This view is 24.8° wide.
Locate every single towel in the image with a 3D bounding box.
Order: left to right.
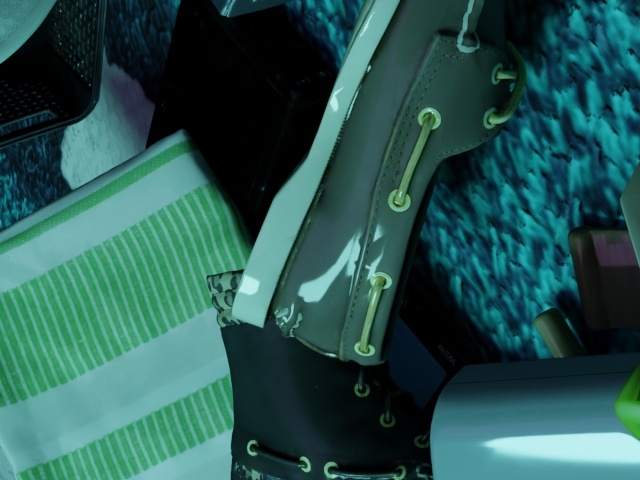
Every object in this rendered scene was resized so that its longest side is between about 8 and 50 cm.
[{"bbox_3d":[-0.124,0.113,1.019,0.248,0.038,0.324,-28,76,14],"label":"towel"}]

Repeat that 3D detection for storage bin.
[{"bbox_3d":[-0.246,-0.174,1.161,0.084,0.122,0.180,46,142,29],"label":"storage bin"}]

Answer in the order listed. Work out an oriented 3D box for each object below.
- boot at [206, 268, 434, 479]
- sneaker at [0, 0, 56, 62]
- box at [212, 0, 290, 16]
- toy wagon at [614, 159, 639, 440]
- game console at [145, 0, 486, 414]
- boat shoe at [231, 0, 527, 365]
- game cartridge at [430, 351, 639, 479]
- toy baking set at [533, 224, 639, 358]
[{"bbox_3d":[0.035,0.089,0.892,0.236,0.085,0.178,-10,88,27],"label":"boot"},{"bbox_3d":[-0.231,-0.245,1.042,0.147,0.105,0.295,-16,61,65],"label":"sneaker"},{"bbox_3d":[-0.046,-0.260,0.832,0.207,0.108,0.153,56,146,16],"label":"box"},{"bbox_3d":[0.248,-0.023,0.436,0.068,0.267,0.344,38,166,-34],"label":"toy wagon"},{"bbox_3d":[0.000,0.000,0.989,0.361,0.044,0.213,50,144,24],"label":"game console"},{"bbox_3d":[0.052,-0.074,0.785,0.097,0.116,0.324,25,114,1],"label":"boat shoe"},{"bbox_3d":[0.174,0.196,0.762,0.198,0.062,0.297,-11,112,33],"label":"game cartridge"},{"bbox_3d":[0.210,0.096,0.756,0.256,0.030,0.197,63,147,7],"label":"toy baking set"}]
